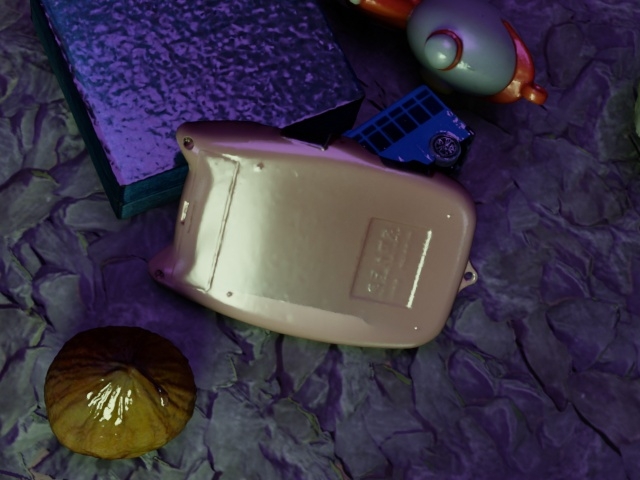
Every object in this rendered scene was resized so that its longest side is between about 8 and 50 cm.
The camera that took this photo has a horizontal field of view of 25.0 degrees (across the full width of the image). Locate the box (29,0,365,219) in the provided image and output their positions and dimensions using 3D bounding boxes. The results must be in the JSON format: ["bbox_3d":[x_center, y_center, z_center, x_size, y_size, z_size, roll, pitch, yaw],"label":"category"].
[{"bbox_3d":[-0.137,-0.195,1.549,0.279,0.116,0.261,-20,76,-16],"label":"box"}]

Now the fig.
[{"bbox_3d":[-0.190,0.134,1.350,0.146,0.201,0.133,-23,80,-11],"label":"fig"}]

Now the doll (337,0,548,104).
[{"bbox_3d":[0.113,-0.243,1.593,0.336,0.105,0.200,36,23,19],"label":"doll"}]

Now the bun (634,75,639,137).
[{"bbox_3d":[0.460,-0.181,1.580,0.205,0.281,0.281,22,61,31],"label":"bun"}]

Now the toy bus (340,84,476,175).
[{"bbox_3d":[0.065,-0.076,1.544,0.185,0.090,0.106,-34,74,-23],"label":"toy bus"}]

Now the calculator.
[{"bbox_3d":[0.000,0.000,1.448,0.330,0.048,0.220,12,109,-4],"label":"calculator"}]
